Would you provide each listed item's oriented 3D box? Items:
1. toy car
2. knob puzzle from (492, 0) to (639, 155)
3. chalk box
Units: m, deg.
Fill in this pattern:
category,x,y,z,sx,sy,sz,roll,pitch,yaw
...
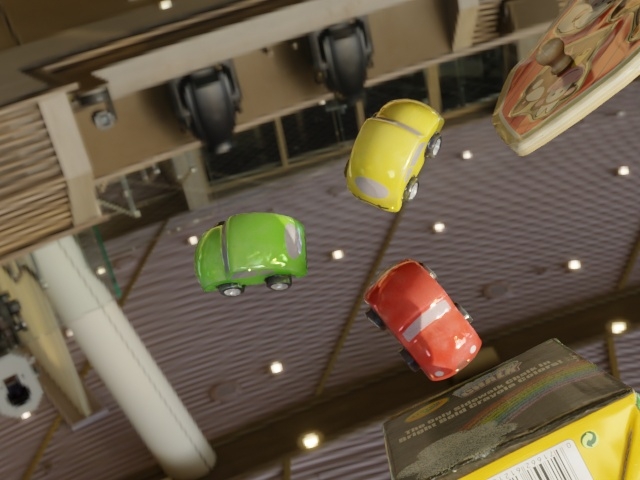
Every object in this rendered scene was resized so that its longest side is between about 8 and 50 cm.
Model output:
category,x,y,z,sx,sy,sz,roll,pitch,yaw
toy car,0.000,0.000,0.706,0.225,0.053,0.239,-9,-111,10
knob puzzle,0.166,-0.131,0.543,0.213,0.030,0.213,-45,-166,14
chalk box,0.123,0.150,0.523,0.132,0.132,0.213,-26,180,3
